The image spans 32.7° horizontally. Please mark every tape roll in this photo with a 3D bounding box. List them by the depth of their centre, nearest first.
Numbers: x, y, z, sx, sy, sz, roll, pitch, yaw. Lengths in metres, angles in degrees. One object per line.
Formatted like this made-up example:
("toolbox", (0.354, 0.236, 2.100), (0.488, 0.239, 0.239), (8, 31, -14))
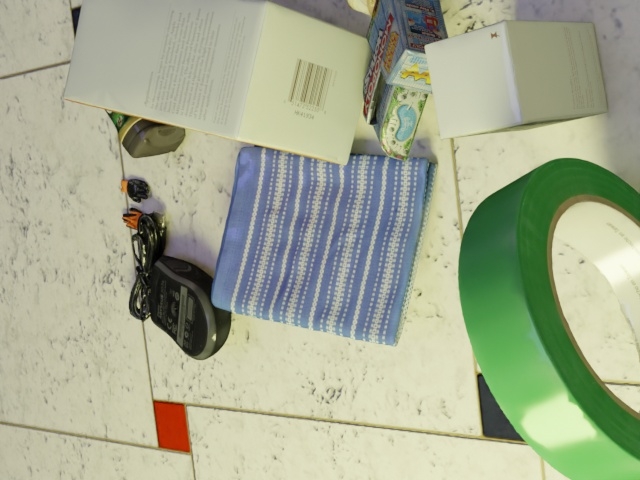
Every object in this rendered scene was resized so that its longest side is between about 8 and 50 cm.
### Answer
("tape roll", (0.271, 0.078, 1.057), (0.077, 0.321, 0.321), (-33, 76, 41))

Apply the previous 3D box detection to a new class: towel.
("towel", (-0.009, -0.005, 1.443), (0.336, 0.040, 0.243), (8, 84, 42))

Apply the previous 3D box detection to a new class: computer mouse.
("computer mouse", (-0.205, 0.084, 1.677), (0.272, 0.072, 0.188), (37, 124, 46))

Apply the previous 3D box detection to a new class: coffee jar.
("coffee jar", (-0.285, -0.212, 1.669), (0.184, 0.096, 0.079), (57, 132, 18))

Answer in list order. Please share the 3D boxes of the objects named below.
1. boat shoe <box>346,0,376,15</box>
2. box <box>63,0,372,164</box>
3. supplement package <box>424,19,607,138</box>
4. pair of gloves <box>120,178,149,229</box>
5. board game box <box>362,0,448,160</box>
("boat shoe", (0.082, -0.353, 1.332), (0.059, 0.063, 0.170), (35, 130, 30))
("box", (-0.138, -0.223, 1.430), (0.345, 0.215, 0.168), (17, 96, 40))
("supplement package", (0.211, -0.171, 1.162), (0.105, 0.179, 0.105), (-8, 92, 43))
("pair of gloves", (-0.299, -0.058, 1.770), (0.074, 0.010, 0.083), (9, 101, 43))
("board game box", (0.094, -0.203, 1.271), (0.194, 0.060, 0.194), (-102, 25, -60))
